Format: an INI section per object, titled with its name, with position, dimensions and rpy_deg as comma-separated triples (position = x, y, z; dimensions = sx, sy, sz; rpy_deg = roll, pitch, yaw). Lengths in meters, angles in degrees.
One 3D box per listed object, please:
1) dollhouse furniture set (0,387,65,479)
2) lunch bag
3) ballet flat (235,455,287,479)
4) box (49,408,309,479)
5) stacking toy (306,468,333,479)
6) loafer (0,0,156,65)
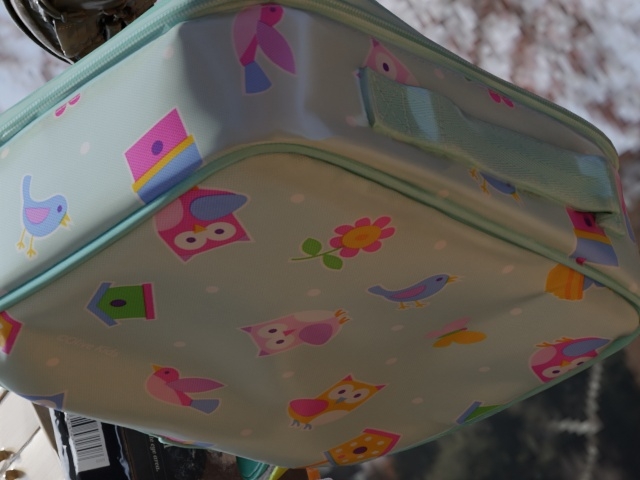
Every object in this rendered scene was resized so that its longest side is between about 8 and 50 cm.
[dollhouse furniture set]
position = -0.344, 0.228, 1.466
dimensions = 0.355, 0.303, 0.174
rpy_deg = -18, -19, -38
[lunch bag]
position = 0.000, 0.000, 0.828
dimensions = 0.224, 0.108, 0.279
rpy_deg = -34, -36, 32
[ballet flat]
position = -0.011, 0.089, 1.273
dimensions = 0.077, 0.077, 0.231
rpy_deg = -8, -37, -13
[box]
position = -0.109, 0.123, 1.418
dimensions = 0.158, 0.156, 0.093
rpy_deg = -10, -5, -41
[stacking toy]
position = -0.005, 0.258, 1.597
dimensions = 0.175, 0.302, 0.165
rpy_deg = -18, -8, 37
[loafer]
position = -0.155, -0.181, 1.204
dimensions = 0.096, 0.084, 0.267
rpy_deg = -41, -34, -13
